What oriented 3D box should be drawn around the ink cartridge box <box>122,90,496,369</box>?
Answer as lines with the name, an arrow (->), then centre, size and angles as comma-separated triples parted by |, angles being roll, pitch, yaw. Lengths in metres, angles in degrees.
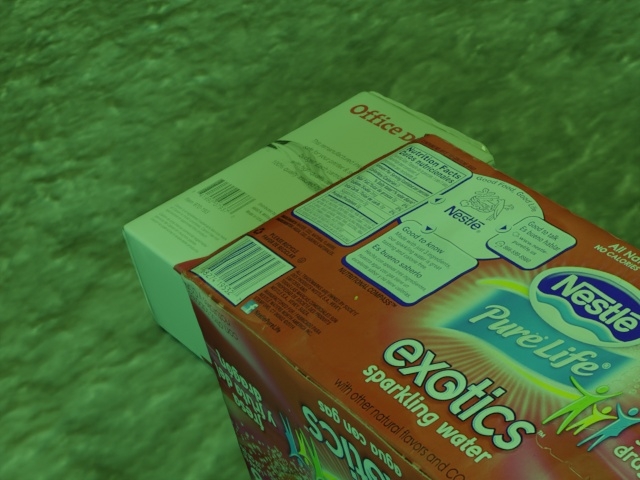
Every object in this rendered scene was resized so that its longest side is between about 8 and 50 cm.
ink cartridge box -> 0.000, 0.000, 0.815 | 0.150, 0.063, 0.109 | -31, 36, -22

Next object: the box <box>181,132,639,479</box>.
box -> 0.074, 0.076, 0.623 | 0.128, 0.122, 0.257 | -31, 37, -20
